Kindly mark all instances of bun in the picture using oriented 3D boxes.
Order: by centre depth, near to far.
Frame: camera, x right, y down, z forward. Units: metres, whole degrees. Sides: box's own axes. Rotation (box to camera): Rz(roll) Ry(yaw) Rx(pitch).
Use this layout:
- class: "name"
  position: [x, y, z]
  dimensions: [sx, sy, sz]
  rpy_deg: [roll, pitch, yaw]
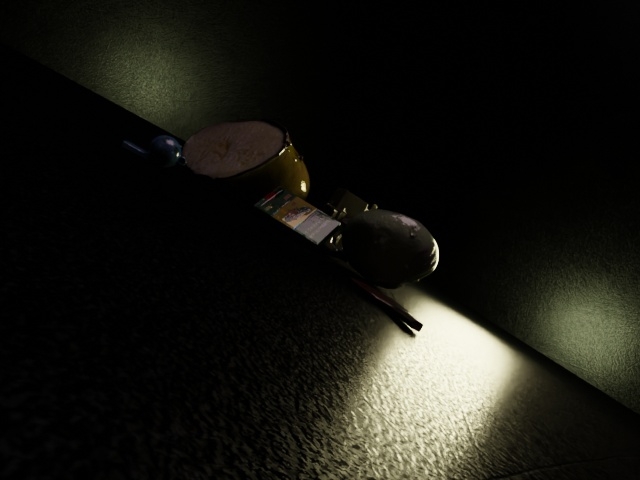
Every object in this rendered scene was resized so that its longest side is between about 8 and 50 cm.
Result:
- class: "bun"
  position: [0.186, 0.049, 1.443]
  dimensions: [0.294, 0.187, 0.293]
  rpy_deg: [25, -22, 11]

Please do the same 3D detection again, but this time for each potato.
- class: "potato"
  position: [-0.235, -0.214, 1.694]
  dimensions: [0.398, 0.289, 0.295]
  rpy_deg: [-6, -41, 16]

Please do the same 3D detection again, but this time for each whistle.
- class: "whistle"
  position: [-0.418, -0.237, 1.280]
  dimensions: [0.158, 0.090, 0.090]
  rpy_deg: [30, 5, -17]

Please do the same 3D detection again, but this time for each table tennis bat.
- class: "table tennis bat"
  position: [0.159, 0.147, 1.170]
  dimensions: [0.154, 0.021, 0.274]
  rpy_deg: [28, 3, -23]

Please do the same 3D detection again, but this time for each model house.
- class: "model house"
  position: [0.076, -0.069, 1.782]
  dimensions: [0.205, 0.211, 0.243]
  rpy_deg: [30, 2, 19]

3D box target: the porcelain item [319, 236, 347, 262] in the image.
- class: "porcelain item"
  position: [0.000, 0.000, 1.541]
  dimensions: [0.216, 0.069, 0.081]
  rpy_deg: [36, 1, 8]

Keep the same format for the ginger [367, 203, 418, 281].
- class: "ginger"
  position: [0.305, -0.023, 2.204]
  dimensions: [0.358, 0.211, 0.413]
  rpy_deg: [29, -26, 50]

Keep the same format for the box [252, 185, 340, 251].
- class: "box"
  position: [-0.071, -0.069, 1.490]
  dimensions: [0.235, 0.034, 0.132]
  rpy_deg: [32, 48, 16]
